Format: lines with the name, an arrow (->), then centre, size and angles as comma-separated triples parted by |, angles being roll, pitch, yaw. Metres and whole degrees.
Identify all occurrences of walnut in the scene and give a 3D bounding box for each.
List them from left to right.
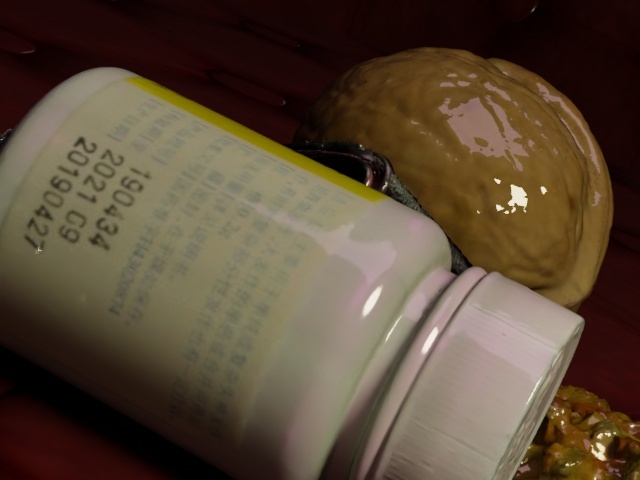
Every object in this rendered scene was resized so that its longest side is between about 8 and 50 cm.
walnut -> 0.124, -0.036, 1.304 | 0.333, 0.333, 0.333 | 21, 15, -6

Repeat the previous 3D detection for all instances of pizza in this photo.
pizza -> 0.247, 0.180, 1.028 | 0.268, 0.087, 0.258 | 16, 4, -32

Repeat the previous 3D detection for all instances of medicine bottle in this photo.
medicine bottle -> -0.037, 0.048, 0.907 | 0.379, 0.213, 0.213 | 28, 16, 15

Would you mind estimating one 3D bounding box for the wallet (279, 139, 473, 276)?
wallet -> 0.000, 0.000, 1.125 | 0.262, 0.071, 0.221 | 5, -26, 38
